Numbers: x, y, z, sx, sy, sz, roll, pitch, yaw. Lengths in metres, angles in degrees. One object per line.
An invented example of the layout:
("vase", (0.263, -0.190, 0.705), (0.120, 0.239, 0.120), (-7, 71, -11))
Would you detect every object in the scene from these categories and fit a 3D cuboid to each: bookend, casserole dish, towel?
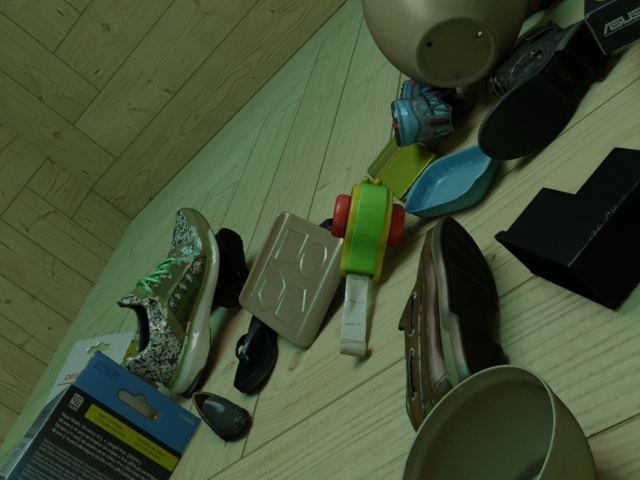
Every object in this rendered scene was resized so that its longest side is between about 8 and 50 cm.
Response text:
("bookend", (0.288, -0.026, 0.810), (0.156, 0.072, 0.157), (-51, 18, -2))
("casserole dish", (0.202, -0.085, 1.172), (0.188, 0.037, 0.114), (-18, 38, 59))
("towel", (0.148, -0.137, 1.421), (0.102, 0.021, 0.237), (-52, 19, 7))

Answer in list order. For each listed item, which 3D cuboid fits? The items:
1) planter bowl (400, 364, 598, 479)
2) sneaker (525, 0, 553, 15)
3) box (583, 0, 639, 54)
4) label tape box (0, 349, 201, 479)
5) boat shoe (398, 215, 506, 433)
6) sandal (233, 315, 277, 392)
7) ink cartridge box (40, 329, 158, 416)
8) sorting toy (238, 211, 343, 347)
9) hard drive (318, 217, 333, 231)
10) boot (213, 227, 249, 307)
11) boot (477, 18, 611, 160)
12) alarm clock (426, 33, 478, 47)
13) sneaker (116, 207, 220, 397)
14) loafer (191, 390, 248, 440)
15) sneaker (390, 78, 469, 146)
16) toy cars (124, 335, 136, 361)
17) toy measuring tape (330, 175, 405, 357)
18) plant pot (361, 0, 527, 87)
("planter bowl", (0.159, 0.199, 0.630), (0.162, 0.109, 0.162), (-44, 19, 20))
("sneaker", (0.407, -0.463, 1.335), (0.271, 0.100, 0.108), (-28, 39, 60))
("box", (0.458, -0.349, 0.933), (0.270, 0.060, 0.216), (-24, 24, 32))
("label tape box", (-0.401, 0.397, 1.344), (0.106, 0.240, 0.334), (-22, 34, 58))
("boat shoe", (0.136, 0.088, 0.887), (0.104, 0.110, 0.307), (-39, 22, 29))
("sandal", (-0.122, 0.177, 1.394), (0.097, 0.054, 0.255), (-42, 21, 25))
("ink cartridge box", (-0.464, 0.368, 1.561), (0.207, 0.119, 0.354), (-13, 45, 32))
("sorting toy", (-0.042, 0.063, 1.327), (0.208, 0.038, 0.193), (26, 92, 49))
("hard drive", (0.000, 0.000, 1.412), (0.135, 0.022, 0.094), (-38, -19, 34))
("boot", (-0.251, 0.115, 1.756), (0.207, 0.094, 0.247), (-52, 28, 28))
("boot", (0.306, -0.228, 1.153), (0.263, 0.091, 0.229), (-46, 14, 1))
("alarm clock", (0.221, -0.396, 1.462), (0.129, 0.192, 0.064), (-52, 20, 0))
("sneaker", (-0.319, 0.107, 1.587), (0.158, 0.182, 0.411), (-35, 48, 49))
("loafer", (-0.172, 0.290, 1.292), (0.062, 0.061, 0.170), (-57, 20, -20))
("sneaker", (0.205, -0.227, 1.378), (0.125, 0.104, 0.262), (-3, 24, 16))
("toy cars", (-0.454, 0.381, 1.739), (0.176, 0.087, 0.394), (-25, 33, 27))
("toy measuring tape", (0.066, 0.012, 1.157), (0.121, 0.121, 0.330), (-36, 30, 37))
("plant pot", (0.211, -0.363, 1.271), (0.284, 0.284, 0.191), (-38, 35, 33))
